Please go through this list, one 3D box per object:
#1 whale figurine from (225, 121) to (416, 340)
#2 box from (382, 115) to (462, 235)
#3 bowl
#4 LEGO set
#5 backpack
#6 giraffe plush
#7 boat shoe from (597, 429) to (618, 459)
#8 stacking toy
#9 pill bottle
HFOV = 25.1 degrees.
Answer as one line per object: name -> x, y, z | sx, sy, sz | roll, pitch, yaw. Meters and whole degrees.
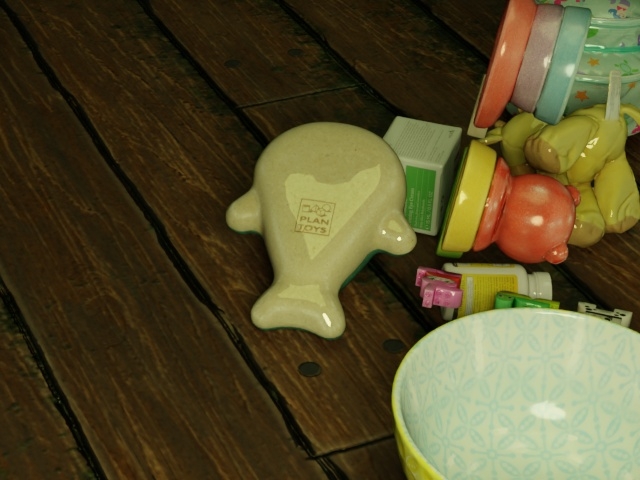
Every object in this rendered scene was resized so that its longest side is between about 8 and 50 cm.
whale figurine -> 0.000, 0.000, 1.611 | 0.216, 0.141, 0.272 | 7, 59, 7
box -> 0.115, -0.079, 1.732 | 0.087, 0.101, 0.102 | 13, 35, 14
bowl -> 0.200, 0.205, 1.270 | 0.289, 0.156, 0.289 | 2, 34, -1
LEGO set -> 0.198, 0.103, 1.479 | 0.227, 0.087, 0.093 | 11, 20, 12
backpack -> 0.357, -0.251, 1.945 | 0.225, 0.191, 0.253 | 10, 40, 8
giraffe plush -> 0.281, -0.104, 1.744 | 0.181, 0.210, 0.170 | 18, -4, -35
boat shoe -> 0.363, 0.186, 1.404 | 0.233, 0.084, 0.079 | -19, 1, -19
stacking toy -> 0.228, -0.101, 1.595 | 0.130, 0.279, 0.309 | 16, 78, 3
pill bottle -> 0.191, 0.057, 1.570 | 0.116, 0.065, 0.065 | 1, 34, -2
